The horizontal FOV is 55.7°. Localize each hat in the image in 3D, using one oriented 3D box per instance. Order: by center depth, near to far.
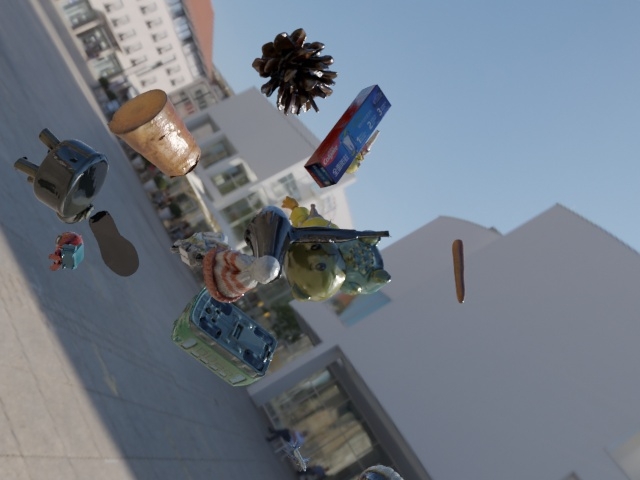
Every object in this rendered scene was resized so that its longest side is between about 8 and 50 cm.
[{"bbox_3d":[-0.147,0.058,1.155,0.162,0.093,0.112,-12,-92,49],"label":"hat"}]

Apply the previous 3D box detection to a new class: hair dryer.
[{"bbox_3d":[0.000,0.000,1.427,0.304,0.359,0.120,-105,-166,-66],"label":"hair dryer"}]

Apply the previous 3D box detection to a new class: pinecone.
[{"bbox_3d":[-0.059,-0.449,1.661,0.202,0.228,0.202,-34,-117,50],"label":"pinecone"}]

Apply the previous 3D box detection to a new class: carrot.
[{"bbox_3d":[-0.479,-0.300,1.817,0.196,0.196,0.254,50,-5,44],"label":"carrot"},{"bbox_3d":[0.471,0.101,2.054,0.043,0.043,0.248,79,13,-57],"label":"carrot"}]

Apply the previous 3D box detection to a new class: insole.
[{"bbox_3d":[-0.409,0.005,1.193,0.188,0.064,0.004,50,-15,32],"label":"insole"}]

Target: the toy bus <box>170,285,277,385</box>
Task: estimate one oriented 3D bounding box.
[{"bbox_3d":[-0.332,0.331,2.034,0.343,0.184,0.199,42,-50,-17],"label":"toy bus"}]

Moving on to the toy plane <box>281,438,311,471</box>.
[{"bbox_3d":[-0.046,0.450,1.261,0.077,0.024,0.084,30,17,-28],"label":"toy plane"}]

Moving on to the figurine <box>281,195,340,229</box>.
[{"bbox_3d":[-0.040,-0.040,2.408,0.215,0.187,0.344,37,10,-45],"label":"figurine"}]

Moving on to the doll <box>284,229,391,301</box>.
[{"bbox_3d":[0.030,0.066,1.577,0.161,0.260,0.177,-38,-120,54],"label":"doll"}]

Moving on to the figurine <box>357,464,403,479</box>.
[{"bbox_3d":[0.162,0.785,1.821,0.185,0.204,0.332,64,2,20],"label":"figurine"}]

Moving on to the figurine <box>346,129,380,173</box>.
[{"bbox_3d":[0.120,-0.289,1.946,0.083,0.187,0.083,38,-2,1],"label":"figurine"}]

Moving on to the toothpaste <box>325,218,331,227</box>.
[{"bbox_3d":[-0.007,0.017,1.687,0.028,0.170,0.045,23,-26,8],"label":"toothpaste"}]

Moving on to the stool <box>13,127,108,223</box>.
[{"bbox_3d":[-0.558,-0.126,1.300,0.139,0.228,0.153,31,30,2],"label":"stool"}]

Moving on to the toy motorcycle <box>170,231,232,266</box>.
[{"bbox_3d":[-0.305,0.020,1.618,0.228,0.151,0.074,13,-61,53],"label":"toy motorcycle"}]

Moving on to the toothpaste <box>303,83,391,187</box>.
[{"bbox_3d":[0.074,-0.266,1.518,0.066,0.320,0.076,-8,-52,48],"label":"toothpaste"}]

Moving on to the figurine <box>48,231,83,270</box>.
[{"bbox_3d":[-0.634,0.021,1.529,0.140,0.075,0.068,-108,-157,-59],"label":"figurine"}]
